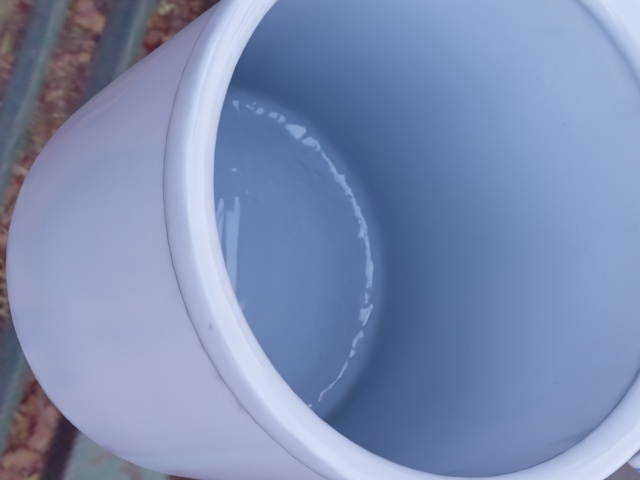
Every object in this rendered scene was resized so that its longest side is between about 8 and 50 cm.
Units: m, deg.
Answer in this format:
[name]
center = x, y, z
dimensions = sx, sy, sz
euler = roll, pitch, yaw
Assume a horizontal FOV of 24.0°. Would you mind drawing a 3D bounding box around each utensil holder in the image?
[utensil holder]
center = 0.000, 0.000, 0.942
dimensions = 0.327, 0.385, 0.328
euler = 4, 81, -25

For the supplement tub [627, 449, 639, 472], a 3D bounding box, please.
[supplement tub]
center = 0.404, 0.253, 1.690
dimensions = 0.107, 0.071, 0.071
euler = 39, 81, -6
